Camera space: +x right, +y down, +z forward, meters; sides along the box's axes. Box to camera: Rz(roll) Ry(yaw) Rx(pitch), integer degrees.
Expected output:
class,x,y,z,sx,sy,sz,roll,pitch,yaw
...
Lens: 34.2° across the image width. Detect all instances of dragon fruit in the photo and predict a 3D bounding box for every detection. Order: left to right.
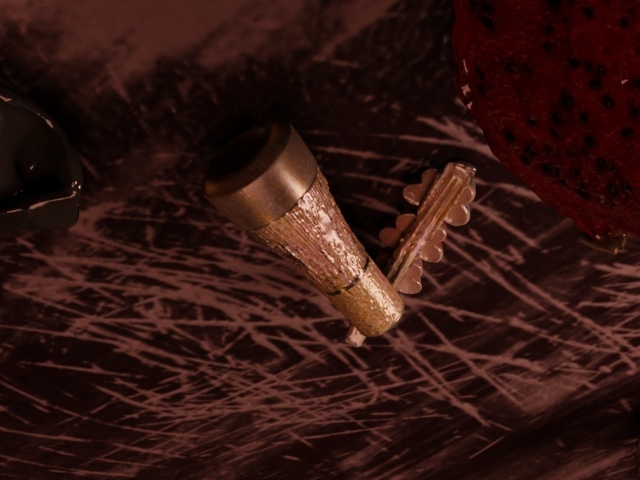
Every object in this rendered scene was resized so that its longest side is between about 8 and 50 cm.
class,x,y,z,sx,sy,sz,roll,pitch,yaw
dragon fruit,0.219,-0.115,0.692,0.317,0.152,0.205,49,147,0

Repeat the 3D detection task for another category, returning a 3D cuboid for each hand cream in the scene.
class,x,y,z,sx,sy,sz,roll,pitch,yaw
hand cream,0.000,0.000,0.812,0.084,0.084,0.203,-28,121,24

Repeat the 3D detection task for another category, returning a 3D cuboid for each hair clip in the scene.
class,x,y,z,sx,sy,sz,roll,pitch,yaw
hair clip,0.075,0.006,0.877,0.062,0.056,0.214,25,124,-6

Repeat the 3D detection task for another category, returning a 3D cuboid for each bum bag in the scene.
class,x,y,z,sx,sy,sz,roll,pitch,yaw
bum bag,-0.306,-0.096,0.725,0.142,0.079,0.326,-39,123,23

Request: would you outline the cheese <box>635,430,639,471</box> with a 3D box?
class,x,y,z,sx,sy,sz,roll,pitch,yaw
cheese,0.463,0.212,1.091,0.255,0.050,0.127,8,109,-9
